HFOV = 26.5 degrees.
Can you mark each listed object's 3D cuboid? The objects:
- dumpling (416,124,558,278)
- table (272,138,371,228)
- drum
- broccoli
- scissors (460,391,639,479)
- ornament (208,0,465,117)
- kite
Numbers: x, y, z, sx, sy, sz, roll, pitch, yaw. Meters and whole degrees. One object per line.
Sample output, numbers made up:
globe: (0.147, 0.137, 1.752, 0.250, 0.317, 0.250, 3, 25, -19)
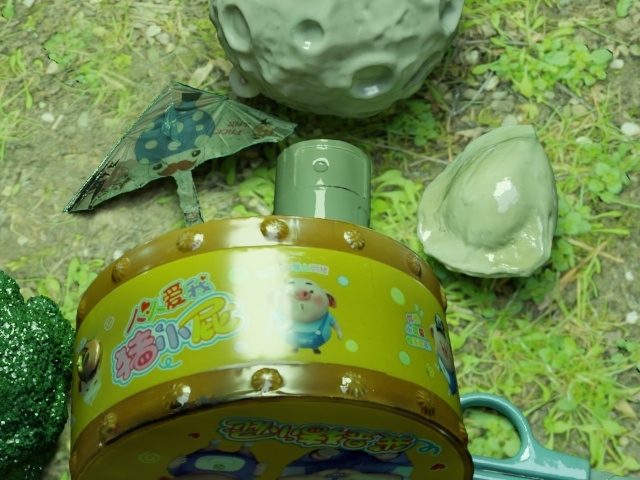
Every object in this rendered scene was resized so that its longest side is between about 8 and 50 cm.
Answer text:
dumpling: (0.210, -0.054, 1.724, 0.179, 0.131, 0.252, -12, 51, 21)
table: (0.000, 0.000, 1.689, 0.126, 0.126, 0.220, 1, 63, 0)
drum: (-0.058, 0.171, 1.432, 0.431, 0.431, 0.214, -4, 55, -2)
broccoli: (-0.413, 0.168, 1.570, 0.245, 0.265, 0.294, 6, 49, 42)
scissors: (0.344, 0.297, 1.593, 0.447, 0.029, 0.193, 9, 64, 5)
ornament: (0.030, -0.322, 1.736, 0.337, 0.337, 0.337, 0, 63, 0)
kite: (-0.183, -0.102, 1.759, 0.335, 0.011, 0.314, -21, 47, 9)
